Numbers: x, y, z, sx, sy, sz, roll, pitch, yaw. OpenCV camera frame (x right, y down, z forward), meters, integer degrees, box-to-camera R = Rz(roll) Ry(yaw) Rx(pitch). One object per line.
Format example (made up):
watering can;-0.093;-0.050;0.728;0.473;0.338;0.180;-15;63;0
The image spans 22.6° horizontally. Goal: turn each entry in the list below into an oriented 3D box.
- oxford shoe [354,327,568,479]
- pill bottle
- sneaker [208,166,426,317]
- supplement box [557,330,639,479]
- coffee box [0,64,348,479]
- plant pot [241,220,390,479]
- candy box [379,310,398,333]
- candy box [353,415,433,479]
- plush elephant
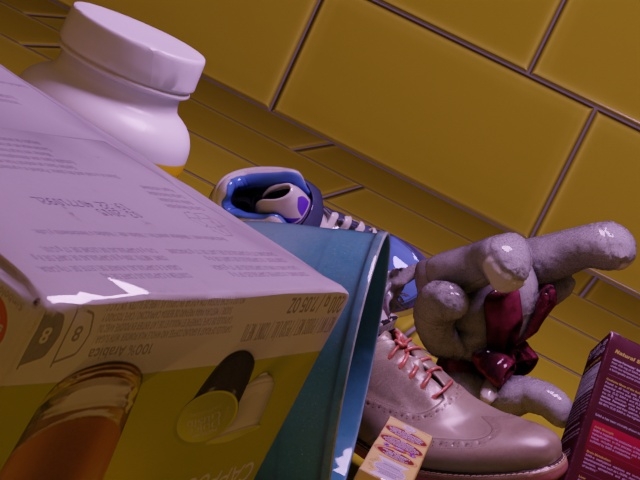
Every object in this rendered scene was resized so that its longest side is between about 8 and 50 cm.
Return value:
oxford shoe;0.087;0.162;1.636;0.348;0.130;0.123;12;17;21
pill bottle;-0.245;-0.058;1.599;0.188;0.334;0.188;24;12;-5
sneaker;0.000;-0.001;2.162;0.323;0.130;0.236;19;-15;9
supplement box;0.331;0.236;1.754;0.130;0.239;0.073;25;-26;-3
coffee box;-0.251;0.091;0.951;0.338;0.334;0.338;33;13;24
plant pot;-0.086;0.102;1.481;0.255;0.271;0.271;11;11;6
candy box;-0.011;0.103;2.014;0.159;0.071;0.233;27;12;13
candy box;0.050;0.238;1.467;0.053;0.109;0.187;26;13;5
plush elephant;0.198;0.136;1.890;0.330;0.255;0.272;-16;-6;37
